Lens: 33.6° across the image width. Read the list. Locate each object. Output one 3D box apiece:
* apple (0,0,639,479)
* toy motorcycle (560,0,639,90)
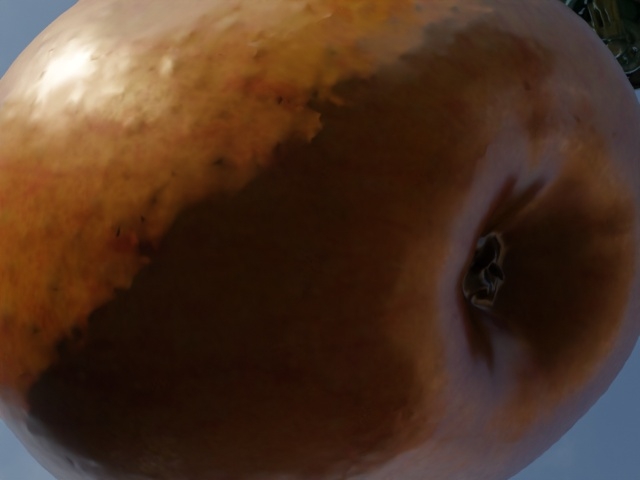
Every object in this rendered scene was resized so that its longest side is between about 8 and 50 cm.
[{"bbox_3d":[0.000,0.000,0.496,0.275,0.299,0.299,4,-74,38],"label":"apple"},{"bbox_3d":[0.147,-0.232,0.818,0.296,0.109,0.198,25,-46,35],"label":"toy motorcycle"}]
